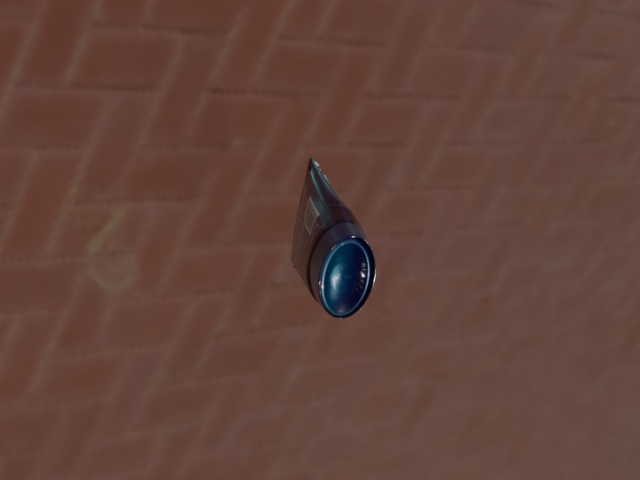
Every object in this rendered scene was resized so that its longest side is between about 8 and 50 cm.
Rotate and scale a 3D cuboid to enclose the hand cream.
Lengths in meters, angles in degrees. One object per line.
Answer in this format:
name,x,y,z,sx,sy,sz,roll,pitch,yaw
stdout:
hand cream,0.000,0.000,1.853,0.061,0.270,0.120,6,104,-14
